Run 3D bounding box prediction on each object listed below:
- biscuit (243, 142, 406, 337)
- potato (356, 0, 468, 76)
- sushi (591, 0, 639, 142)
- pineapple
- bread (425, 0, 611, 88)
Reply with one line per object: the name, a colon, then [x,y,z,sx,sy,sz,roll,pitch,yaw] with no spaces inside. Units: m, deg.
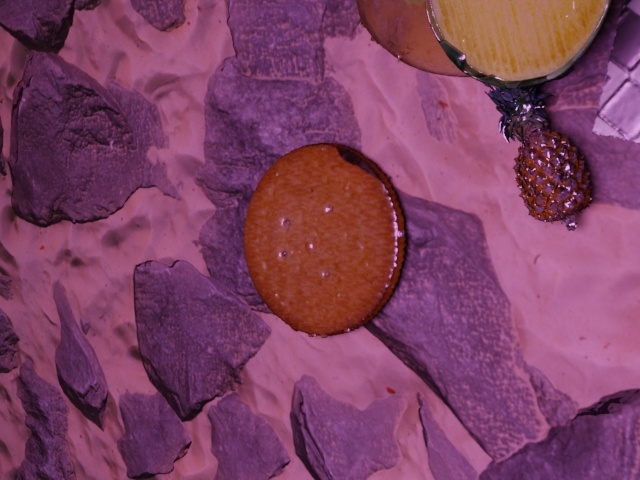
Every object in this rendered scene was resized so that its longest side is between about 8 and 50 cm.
biscuit: [0.000,0.000,1.079,0.306,0.038,0.305,2,93,36]
potato: [0.154,-0.342,0.903,0.299,0.116,0.239,30,106,28]
sushi: [0.450,-0.230,0.728,0.294,0.059,0.291,20,104,34]
pineapple: [0.273,-0.118,0.847,0.103,0.083,0.221,-20,82,29]
bread: [0.214,-0.283,0.778,0.229,0.034,0.228,22,124,37]
